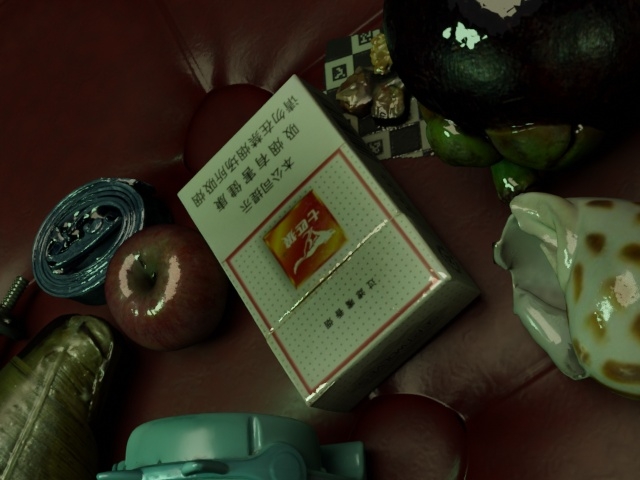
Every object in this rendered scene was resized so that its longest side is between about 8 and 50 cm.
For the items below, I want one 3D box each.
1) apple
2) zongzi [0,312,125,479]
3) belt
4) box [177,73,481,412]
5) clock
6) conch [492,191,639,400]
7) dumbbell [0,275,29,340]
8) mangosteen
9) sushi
[{"bbox_3d":[-0.181,0.058,1.227,0.153,0.120,0.153,-7,74,24],"label":"apple"},{"bbox_3d":[-0.289,0.261,1.224,0.288,0.134,0.286,40,76,6],"label":"zongzi"},{"bbox_3d":[-0.284,0.000,1.326,0.190,0.082,0.141,-33,65,15],"label":"belt"},{"bbox_3d":[0.001,0.000,1.154,0.210,0.095,0.330,-44,60,15],"label":"box"},{"bbox_3d":[-0.093,0.232,1.021,0.224,0.274,0.094,-12,66,22],"label":"clock"},{"bbox_3d":[0.290,0.060,0.957,0.149,0.182,0.274,-18,66,-14],"label":"conch"},{"bbox_3d":[-0.460,0.160,1.353,0.110,0.110,0.254,22,75,33],"label":"dumbbell"},{"bbox_3d":[0.219,-0.207,1.037,0.300,0.300,0.300,-10,67,25],"label":"mangosteen"},{"bbox_3d":[0.084,-0.190,1.227,0.210,0.040,0.192,-4,70,27],"label":"sushi"}]
